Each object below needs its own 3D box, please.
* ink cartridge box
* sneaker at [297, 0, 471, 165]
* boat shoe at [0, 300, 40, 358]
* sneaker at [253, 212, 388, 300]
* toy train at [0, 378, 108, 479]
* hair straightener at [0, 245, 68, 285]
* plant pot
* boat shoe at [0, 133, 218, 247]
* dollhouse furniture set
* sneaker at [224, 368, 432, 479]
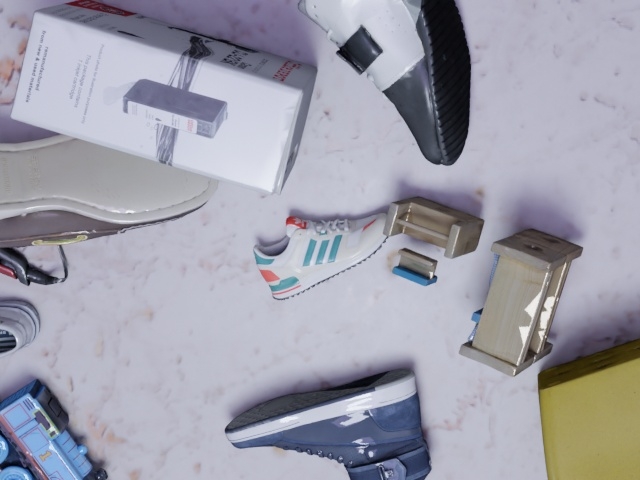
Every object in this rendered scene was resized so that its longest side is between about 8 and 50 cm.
[{"bbox_3d":[-0.149,-0.152,1.308,0.273,0.197,0.114,17,105,0],"label":"ink cartridge box"},{"bbox_3d":[0.059,-0.228,1.326,0.146,0.122,0.330,-10,109,28],"label":"sneaker"},{"bbox_3d":[-0.438,0.112,1.459,0.226,0.076,0.083,-14,102,8],"label":"boat shoe"},{"bbox_3d":[0.000,0.000,1.406,0.161,0.057,0.075,-29,106,13],"label":"sneaker"},{"bbox_3d":[-0.324,0.256,1.486,0.105,0.080,0.184,-33,99,5],"label":"toy train"},{"bbox_3d":[-0.387,-0.014,1.438,0.231,0.047,0.089,24,105,-2],"label":"hair straightener"},{"bbox_3d":[0.331,0.214,1.368,0.212,0.212,0.187,-21,89,9],"label":"plant pot"},{"bbox_3d":[-0.275,-0.050,1.392,0.325,0.096,0.116,-5,66,-9],"label":"boat shoe"},{"bbox_3d":[0.166,0.042,1.386,0.184,0.129,0.129,22,106,24],"label":"dollhouse furniture set"},{"bbox_3d":[0.015,0.250,1.452,0.226,0.086,0.163,-13,100,6],"label":"sneaker"}]
